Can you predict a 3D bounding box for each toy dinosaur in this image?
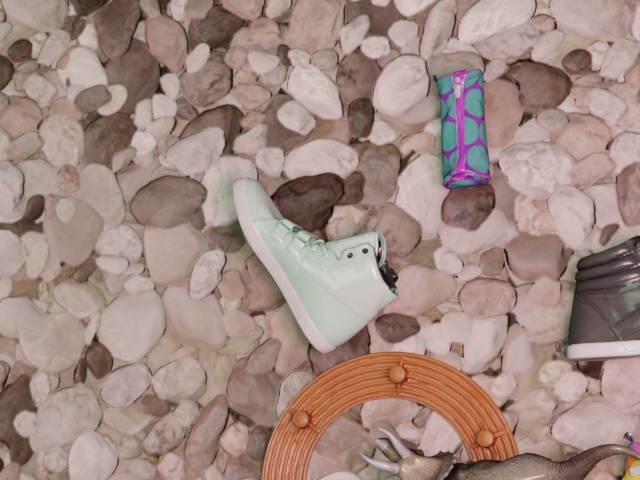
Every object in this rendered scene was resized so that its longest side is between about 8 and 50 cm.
[{"bbox_3d":[0.216,0.289,1.777,0.314,0.160,0.121,0,79,22],"label":"toy dinosaur"}]

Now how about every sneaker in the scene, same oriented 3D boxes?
[{"bbox_3d":[0.434,0.060,1.827,0.296,0.104,0.146,-7,81,19],"label":"sneaker"},{"bbox_3d":[0.000,0.000,1.973,0.151,0.094,0.256,-34,81,13],"label":"sneaker"}]

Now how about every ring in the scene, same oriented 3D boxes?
[{"bbox_3d":[0.084,0.304,1.917,0.337,0.032,0.336,-3,78,15],"label":"ring"}]

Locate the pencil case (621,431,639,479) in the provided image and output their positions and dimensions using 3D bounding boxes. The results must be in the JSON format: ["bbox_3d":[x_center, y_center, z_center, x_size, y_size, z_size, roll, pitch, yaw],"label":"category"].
[{"bbox_3d":[0.377,0.345,1.787,0.104,0.104,0.236,13,83,18],"label":"pencil case"}]

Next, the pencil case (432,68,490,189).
[{"bbox_3d":[0.182,-0.143,1.966,0.065,0.070,0.151,-6,77,15],"label":"pencil case"}]
